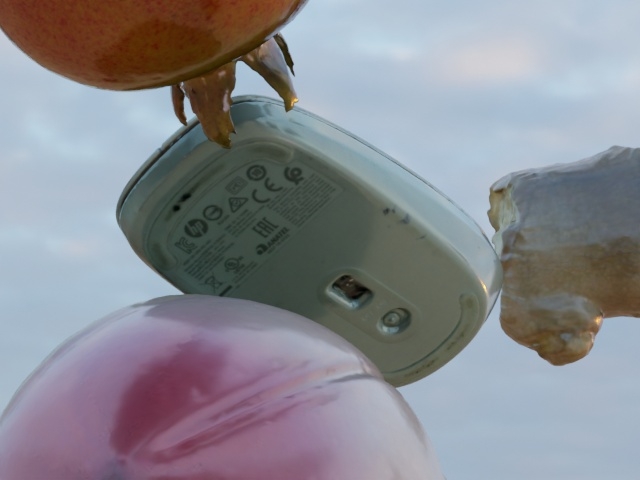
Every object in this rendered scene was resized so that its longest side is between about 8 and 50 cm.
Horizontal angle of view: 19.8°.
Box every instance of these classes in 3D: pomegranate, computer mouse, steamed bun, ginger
[{"bbox_3d":[-0.092,-0.175,1.031,0.221,0.257,0.221,-22,22,9],"label":"pomegranate"},{"bbox_3d":[0.000,-0.004,1.239,0.288,0.097,0.159,34,-62,-29],"label":"computer mouse"},{"bbox_3d":[-0.073,0.167,1.065,0.309,0.309,0.309,0,-16,0],"label":"steamed bun"},{"bbox_3d":[0.264,0.019,1.584,0.275,0.221,0.130,22,-31,31],"label":"ginger"}]
